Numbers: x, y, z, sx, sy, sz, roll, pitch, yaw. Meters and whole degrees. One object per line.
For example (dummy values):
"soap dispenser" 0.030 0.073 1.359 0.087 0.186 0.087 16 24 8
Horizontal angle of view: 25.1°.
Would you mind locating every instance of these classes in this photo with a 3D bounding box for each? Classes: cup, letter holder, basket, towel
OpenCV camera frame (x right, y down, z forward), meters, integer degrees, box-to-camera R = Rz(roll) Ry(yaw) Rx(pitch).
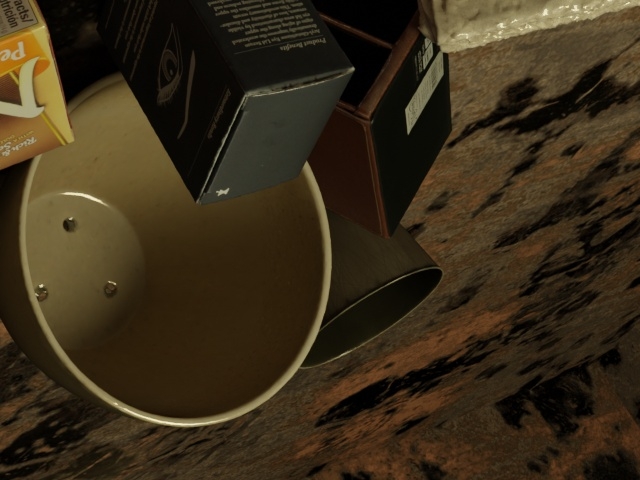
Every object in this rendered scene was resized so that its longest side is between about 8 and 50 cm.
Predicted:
"cup" -0.191 0.016 1.389 0.331 0.331 0.237 -14 -178 -39
"letter holder" 0.004 -0.159 1.457 0.152 0.214 0.302 -60 164 -15
"basket" 0.000 0.000 1.666 0.204 0.227 0.154 -37 159 14
"towel" 0.212 -0.284 1.286 0.282 0.187 0.049 -12 172 3

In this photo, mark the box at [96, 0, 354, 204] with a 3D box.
"box" -0.085 -0.160 1.201 0.108 0.207 0.153 -18 156 -32

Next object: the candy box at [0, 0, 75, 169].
"candy box" -0.362 -0.095 1.121 0.316 0.087 0.183 -23 159 -12
